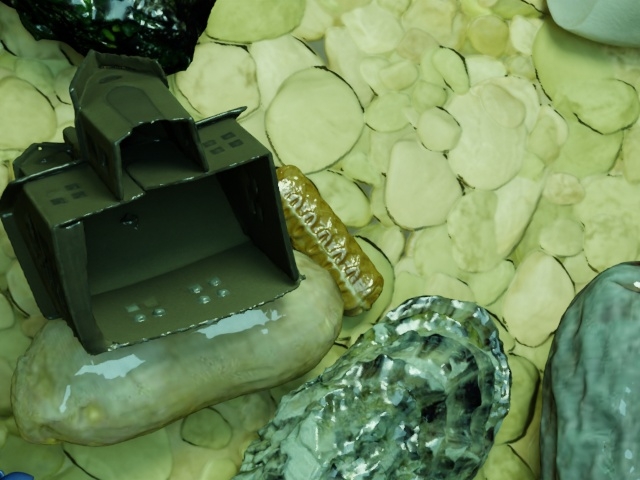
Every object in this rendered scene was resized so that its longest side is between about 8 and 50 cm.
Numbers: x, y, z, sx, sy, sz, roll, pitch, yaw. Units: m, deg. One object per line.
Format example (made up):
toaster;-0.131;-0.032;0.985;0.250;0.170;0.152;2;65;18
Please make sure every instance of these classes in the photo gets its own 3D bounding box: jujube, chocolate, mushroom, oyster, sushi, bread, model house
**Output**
jujube;0.311;0.164;1.548;0.246;0.215;0.308;17;74;-21
chocolate;-0.124;0.090;1.502;0.309;0.134;0.134;-21;88;-18
mushroom;0.329;-0.230;1.675;0.225;0.093;0.116;17;101;-20
oyster;0.034;0.190;1.522;0.162;0.158;0.351;39;57;19
sushi;-0.200;-0.233;1.521;0.225;0.124;0.127;28;74;-16
bread;0.000;0.000;1.583;0.052;0.044;0.157;-37;91;-9
model house;-0.164;-0.060;1.445;0.211;0.243;0.204;-18;121;-18

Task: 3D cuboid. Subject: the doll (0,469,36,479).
doll;-0.232;0.248;1.490;0.143;0.057;0.099;44;54;-4
